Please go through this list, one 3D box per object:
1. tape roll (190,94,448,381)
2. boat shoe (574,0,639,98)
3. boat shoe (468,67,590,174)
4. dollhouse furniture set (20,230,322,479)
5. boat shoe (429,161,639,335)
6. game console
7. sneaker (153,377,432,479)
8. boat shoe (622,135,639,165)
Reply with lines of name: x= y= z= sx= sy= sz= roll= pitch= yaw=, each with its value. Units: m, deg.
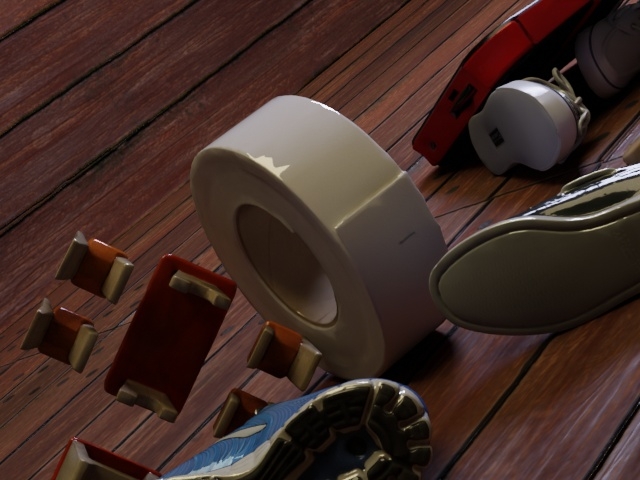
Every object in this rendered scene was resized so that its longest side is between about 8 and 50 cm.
tape roll: x=0.000 y=0.000 z=1.450 sx=0.100 sy=0.286 sz=0.286 roll=-37 pitch=13 yaw=-24
boat shoe: x=0.405 y=-0.267 z=1.923 sx=0.084 sy=0.095 sz=0.258 roll=-29 pitch=13 yaw=35
boat shoe: x=0.266 y=-0.143 z=1.761 sx=0.105 sy=0.113 sz=0.306 roll=-29 pitch=-4 yaw=-8
dollhouse furniture set: x=-0.170 y=0.143 z=1.450 sx=0.259 sy=0.262 sz=0.135 roll=-64 pitch=11 yaw=2
boat shoe: x=0.242 y=0.000 z=1.279 sx=0.302 sy=0.114 sz=0.091 roll=-15 pitch=19 yaw=22
game console: x=0.289 y=-0.259 z=1.970 sx=0.342 sy=0.060 sz=0.386 roll=-40 pitch=-6 yaw=-19
sneaker: x=-0.052 y=0.213 z=1.197 sx=0.330 sy=0.130 sz=0.147 roll=-27 pitch=-1 yaw=9
boat shoe: x=0.417 y=-0.132 z=1.376 sx=0.285 sy=0.092 sz=0.103 roll=-36 pitch=0 yaw=-5
